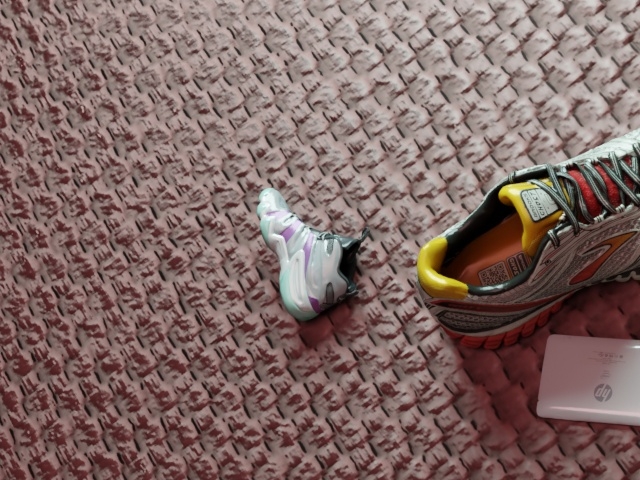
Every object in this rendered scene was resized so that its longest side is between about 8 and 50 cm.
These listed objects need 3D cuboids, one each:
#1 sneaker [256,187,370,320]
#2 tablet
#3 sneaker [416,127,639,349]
[{"bbox_3d":[0.000,0.000,1.196,0.069,0.038,0.098,-24,71,14],"label":"sneaker"},{"bbox_3d":[0.176,0.086,1.092,0.083,0.006,0.054,2,72,27],"label":"tablet"},{"bbox_3d":[0.160,-0.011,1.087,0.225,0.093,0.088,-33,60,10],"label":"sneaker"}]
